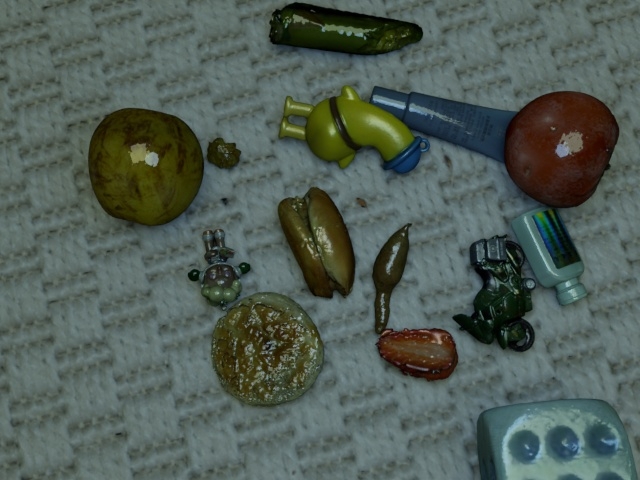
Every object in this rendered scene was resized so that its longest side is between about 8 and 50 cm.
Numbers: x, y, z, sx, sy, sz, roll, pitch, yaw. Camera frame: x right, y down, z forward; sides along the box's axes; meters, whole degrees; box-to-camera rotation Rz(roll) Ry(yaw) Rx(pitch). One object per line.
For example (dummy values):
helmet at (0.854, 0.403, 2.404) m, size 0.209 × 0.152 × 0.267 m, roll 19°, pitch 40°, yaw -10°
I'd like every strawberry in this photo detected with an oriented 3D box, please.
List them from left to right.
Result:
strawberry at (0.222, 0.257, 1.640) m, size 0.188 × 0.082 × 0.121 m, roll 12°, pitch 58°, yaw 14°

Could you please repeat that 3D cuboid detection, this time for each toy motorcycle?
toy motorcycle at (0.391, 0.120, 1.640) m, size 0.187 × 0.125 × 0.274 m, roll 0°, pitch 75°, yaw -8°

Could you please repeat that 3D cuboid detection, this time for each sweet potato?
sweet potato at (0.155, 0.085, 1.680) m, size 0.075 × 0.075 × 0.269 m, roll 14°, pitch 89°, yaw 5°

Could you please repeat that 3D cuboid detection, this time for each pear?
pear at (-0.402, -0.169, 1.654) m, size 0.281 × 0.281 × 0.280 m, roll 0°, pitch 78°, yaw 2°

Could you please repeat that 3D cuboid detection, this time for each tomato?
tomato at (0.540, -0.213, 1.631) m, size 0.265 × 0.265 × 0.264 m, roll 0°, pitch 78°, yaw 2°

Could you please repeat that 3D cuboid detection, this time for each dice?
dice at (0.474, 0.472, 1.469) m, size 0.268 × 0.262 × 0.264 m, roll -5°, pitch 70°, yaw 4°

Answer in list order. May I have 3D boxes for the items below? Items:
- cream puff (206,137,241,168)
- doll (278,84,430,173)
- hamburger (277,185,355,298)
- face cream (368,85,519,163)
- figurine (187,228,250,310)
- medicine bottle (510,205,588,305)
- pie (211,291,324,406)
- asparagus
cream puff at (-0.240, -0.215, 1.763) m, size 0.083 × 0.058 × 0.083 m, roll -28°, pitch 80°, yaw -2°
doll at (0.084, -0.263, 1.714) m, size 0.363 × 0.145 × 0.199 m, roll 12°, pitch 114°, yaw 2°
hamburger at (0.000, 0.000, 1.659) m, size 0.144 × 0.156 × 0.283 m, roll -22°, pitch 76°, yaw -3°
face cream at (0.307, -0.295, 1.752) m, size 0.385 × 0.086 × 0.135 m, roll 16°, pitch 89°, yaw 1°
figurine at (-0.239, 0.065, 1.684) m, size 0.147 × 0.093 × 0.197 m, roll -8°, pitch 76°, yaw -10°
medicine bottle at (0.540, 0.036, 1.659) m, size 0.121 × 0.083 × 0.228 m, roll -15°, pitch 75°, yaw -32°
pie at (-0.124, 0.250, 1.660) m, size 0.274 × 0.055 × 0.274 m, roll -2°, pitch 74°, yaw 6°
asparagus at (0.066, -0.522, 1.793) m, size 0.382 × 0.128 × 0.108 m, roll 9°, pitch 114°, yaw 3°
